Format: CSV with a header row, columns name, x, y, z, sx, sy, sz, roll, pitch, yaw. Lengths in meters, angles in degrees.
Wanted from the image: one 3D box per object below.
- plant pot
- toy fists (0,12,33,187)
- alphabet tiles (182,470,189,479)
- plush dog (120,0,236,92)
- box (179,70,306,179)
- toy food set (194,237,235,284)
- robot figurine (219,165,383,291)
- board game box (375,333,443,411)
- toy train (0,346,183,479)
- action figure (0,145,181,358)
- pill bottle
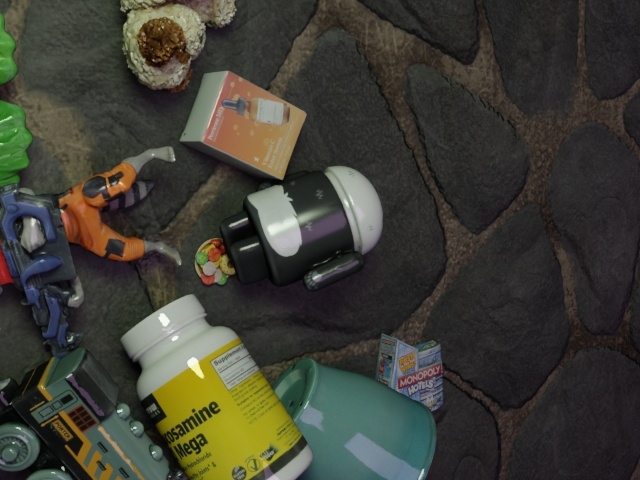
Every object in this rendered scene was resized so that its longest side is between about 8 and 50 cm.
name,x,y,z,sx,sy,sz,roll,pitch,yaw
plant pot,0.028,0.359,1.392,0.255,0.271,0.271,35,76,-18
toy fists,-0.487,-0.201,1.042,0.142,0.096,0.279,-11,105,-23
alphabet tiles,-0.216,0.510,1.309,0.198,0.009,0.237,44,73,-32
plush dog,-0.241,-0.342,1.138,0.210,0.262,0.225,3,85,-2
box,-0.132,-0.195,1.289,0.170,0.091,0.130,22,84,-35
toy food set,-0.185,0.038,1.329,0.082,0.020,0.083,-41,118,-23
robot figurine,-0.028,-0.022,1.300,0.278,0.173,0.209,-21,91,-11
board game box,0.191,0.285,1.602,0.194,0.060,0.194,-12,104,-33
toy train,-0.353,0.322,1.137,0.190,0.142,0.334,-31,107,4
action figure,-0.385,0.010,1.142,0.330,0.178,0.341,-13,134,-27
pill bottle,-0.175,0.262,1.208,0.188,0.188,0.334,-31,84,-27
